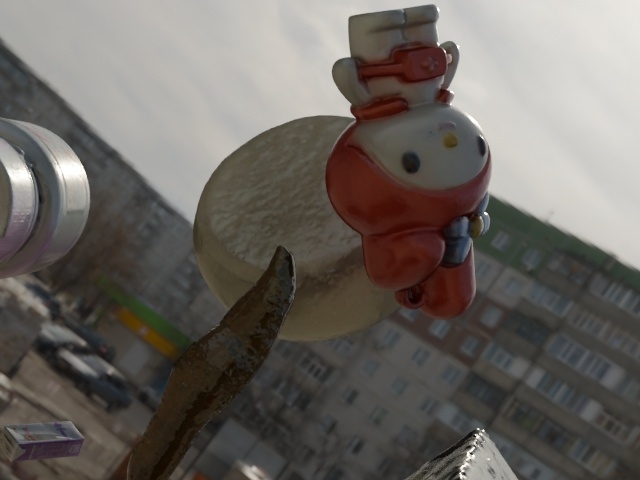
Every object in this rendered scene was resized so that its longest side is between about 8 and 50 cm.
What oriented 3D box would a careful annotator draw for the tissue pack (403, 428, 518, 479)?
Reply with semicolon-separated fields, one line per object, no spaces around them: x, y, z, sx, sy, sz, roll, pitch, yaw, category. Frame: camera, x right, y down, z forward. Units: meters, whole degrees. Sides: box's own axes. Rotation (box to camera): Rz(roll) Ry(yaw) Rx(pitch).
0.023;0.318;0.782;0.210;0.370;0.198;56;10;9;tissue pack

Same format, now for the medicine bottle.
-0.517;-0.065;1.702;0.256;0.256;0.325;37;5;4;medicine bottle

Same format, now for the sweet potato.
-0.099;0.124;0.970;0.067;0.274;0.067;35;0;0;sweet potato

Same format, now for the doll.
0.081;-0.061;0.992;0.130;0.161;0.290;9;-69;53;doll

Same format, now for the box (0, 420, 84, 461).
-0.415;0.299;1.646;0.117;0.036;0.051;5;24;-47;box

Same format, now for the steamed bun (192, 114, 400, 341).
0.000;0.000;1.277;0.283;0.283;0.177;31;-28;35;steamed bun
